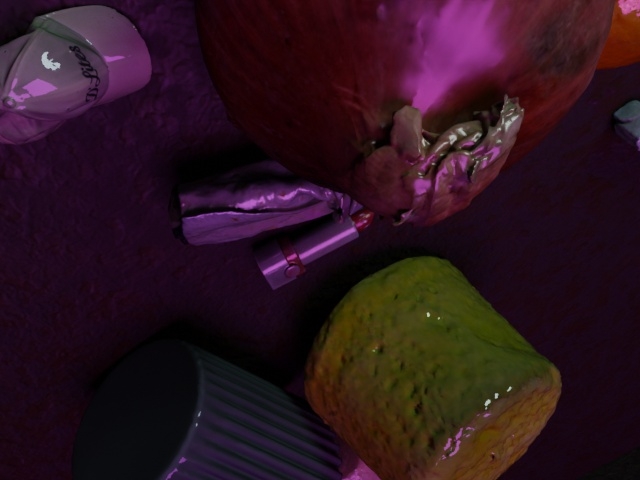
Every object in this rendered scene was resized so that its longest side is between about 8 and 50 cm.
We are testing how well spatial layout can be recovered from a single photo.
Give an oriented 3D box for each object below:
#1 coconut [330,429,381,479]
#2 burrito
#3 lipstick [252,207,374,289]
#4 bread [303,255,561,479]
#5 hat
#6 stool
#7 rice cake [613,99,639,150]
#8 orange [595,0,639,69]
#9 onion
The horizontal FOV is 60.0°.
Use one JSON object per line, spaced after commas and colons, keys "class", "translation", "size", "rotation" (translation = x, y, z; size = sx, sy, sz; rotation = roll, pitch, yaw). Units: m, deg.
{"class": "coconut", "translation": [0.030, 0.467, 1.121], "size": [0.259, 0.259, 0.259], "rotation": [-13, 135, -13]}
{"class": "burrito", "translation": [-0.059, -0.050, 0.655], "size": [0.228, 0.089, 0.144], "rotation": [-11, 179, -7]}
{"class": "lipstick", "translation": [0.000, 0.001, 0.791], "size": [0.186, 0.057, 0.063], "rotation": [-28, 136, -2]}
{"class": "bread", "translation": [0.182, 0.223, 0.882], "size": [0.348, 0.307, 0.348], "rotation": [-23, 130, -30]}
{"class": "hat", "translation": [-0.243, -0.147, 0.530], "size": [0.166, 0.081, 0.122], "rotation": [-20, 140, -21]}
{"class": "stool", "translation": [-0.173, 0.332, 0.871], "size": [0.297, 0.297, 0.330], "rotation": [-36, 131, 10]}
{"class": "rice cake", "translation": [0.546, -0.162, 0.875], "size": [0.206, 0.069, 0.063], "rotation": [11, 126, -30]}
{"class": "orange", "translation": [0.304, -0.286, 0.567], "size": [0.219, 0.193, 0.219], "rotation": [-1, 137, -1]}
{"class": "onion", "translation": [0.072, -0.180, 0.486], "size": [0.353, 0.354, 0.354], "rotation": [-13, 135, -13]}
